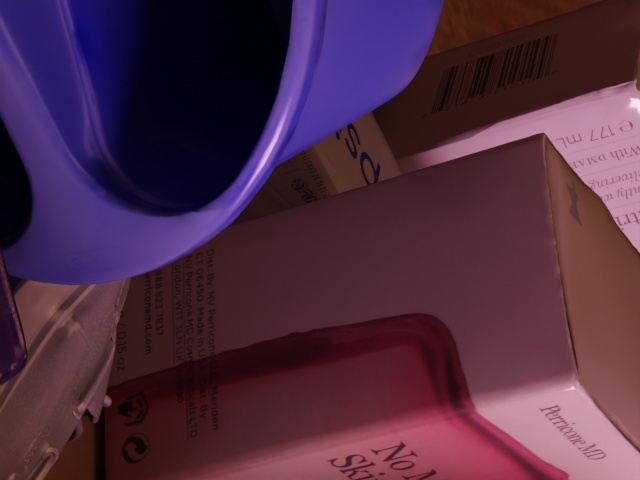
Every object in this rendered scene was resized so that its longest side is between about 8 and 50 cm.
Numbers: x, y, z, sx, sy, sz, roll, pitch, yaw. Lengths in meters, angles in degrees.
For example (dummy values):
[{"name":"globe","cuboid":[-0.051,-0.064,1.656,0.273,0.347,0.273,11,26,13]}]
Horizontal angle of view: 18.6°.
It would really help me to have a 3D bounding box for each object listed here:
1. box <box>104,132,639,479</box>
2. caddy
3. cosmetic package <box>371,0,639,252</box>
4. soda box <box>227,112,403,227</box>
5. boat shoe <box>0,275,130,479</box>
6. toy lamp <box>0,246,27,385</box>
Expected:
[{"name":"box","cuboid":[0.032,0.064,0.920,0.148,0.232,0.127,42,38,-53]},{"name":"caddy","cuboid":[-0.100,-0.157,0.719,0.179,0.241,0.341,-24,101,-58]},{"name":"cosmetic package","cuboid":[0.190,0.047,1.336,0.385,0.217,0.156,62,25,-24]},{"name":"soda box","cuboid":[0.000,0.000,1.072,0.286,0.091,0.098,61,25,-32]},{"name":"boat shoe","cuboid":[-0.124,0.050,0.783,0.227,0.079,0.081,-61,139,-52]},{"name":"toy lamp","cuboid":[-0.184,-0.066,0.655,0.274,0.080,0.080,62,24,-5]}]
